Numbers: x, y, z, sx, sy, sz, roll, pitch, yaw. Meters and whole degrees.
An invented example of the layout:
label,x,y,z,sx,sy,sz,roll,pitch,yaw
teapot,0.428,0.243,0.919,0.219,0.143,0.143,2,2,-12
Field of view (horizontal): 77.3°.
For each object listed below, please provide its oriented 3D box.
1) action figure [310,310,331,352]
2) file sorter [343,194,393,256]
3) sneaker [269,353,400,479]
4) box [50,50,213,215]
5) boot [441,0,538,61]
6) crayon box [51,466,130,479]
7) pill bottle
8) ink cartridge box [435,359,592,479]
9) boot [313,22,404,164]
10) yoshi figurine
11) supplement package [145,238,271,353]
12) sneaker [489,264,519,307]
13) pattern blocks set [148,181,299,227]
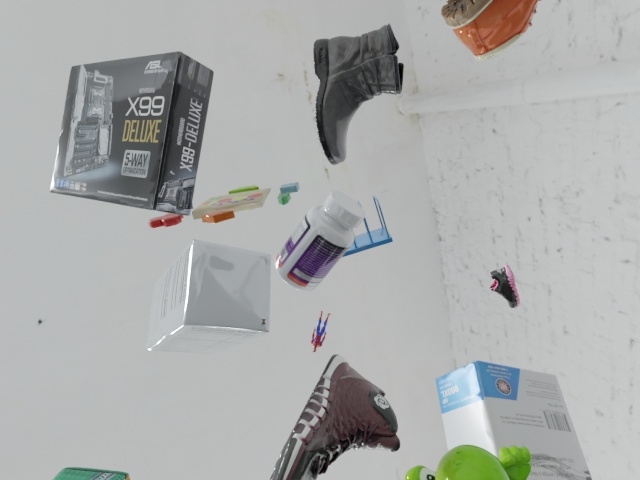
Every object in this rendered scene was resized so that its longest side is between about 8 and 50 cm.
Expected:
label,x,y,z,sx,sy,sz,roll,pitch,yaw
action figure,-0.002,0.257,1.122,0.038,0.030,0.115,17,-98,-3
file sorter,0.071,-0.032,0.969,0.170,0.118,0.104,-18,-77,6
sneaker,0.041,0.308,0.617,0.162,0.281,0.106,28,-56,9
box,-0.335,-0.181,0.694,0.076,0.307,0.242,8,-88,-59
boot,0.213,-0.267,0.423,0.158,0.059,0.084,-39,-51,22
crayon box,-0.253,0.357,0.316,0.081,0.278,0.165,1,-74,8
pill bottle,0.000,0.000,0.791,0.108,0.108,0.193,23,-62,-29
ink cartridge box,0.460,0.515,0.935,0.285,0.166,0.395,16,-129,-21
boot,0.104,-0.373,1.040,0.223,0.118,0.338,-1,-78,16
yoshi figurine,0.310,0.430,0.598,0.362,0.203,0.203,20,-96,9
supplement package,-0.199,0.111,0.696,0.139,0.244,0.134,14,-118,-31
sneaker,0.423,0.111,0.928,0.057,0.047,0.119,-20,-66,14
pattern blocks set,-0.219,-0.090,0.988,0.325,0.285,0.026,-5,-70,17
